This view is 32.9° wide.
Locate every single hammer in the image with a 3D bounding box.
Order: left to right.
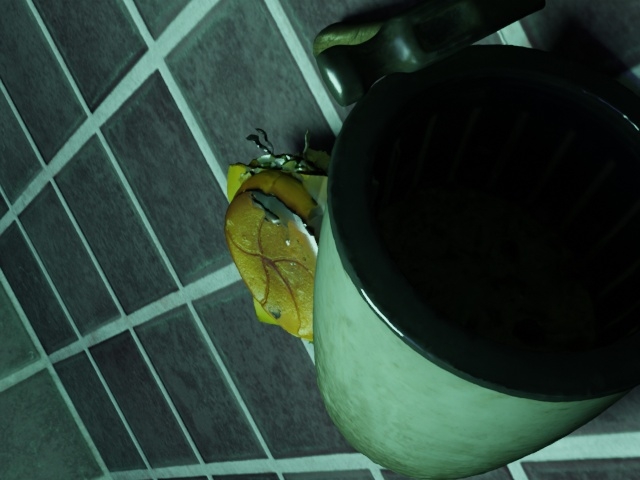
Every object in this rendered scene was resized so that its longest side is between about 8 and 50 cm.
[{"bbox_3d":[0.045,-0.166,0.885,0.044,0.168,0.440,65,175,-12],"label":"hammer"}]

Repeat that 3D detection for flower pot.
[{"bbox_3d":[0.121,0.052,0.904,0.293,0.294,0.330,51,153,18],"label":"flower pot"}]

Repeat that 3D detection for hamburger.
[{"bbox_3d":[0.000,0.000,1.185,0.243,0.139,0.261,17,128,48],"label":"hamburger"}]
